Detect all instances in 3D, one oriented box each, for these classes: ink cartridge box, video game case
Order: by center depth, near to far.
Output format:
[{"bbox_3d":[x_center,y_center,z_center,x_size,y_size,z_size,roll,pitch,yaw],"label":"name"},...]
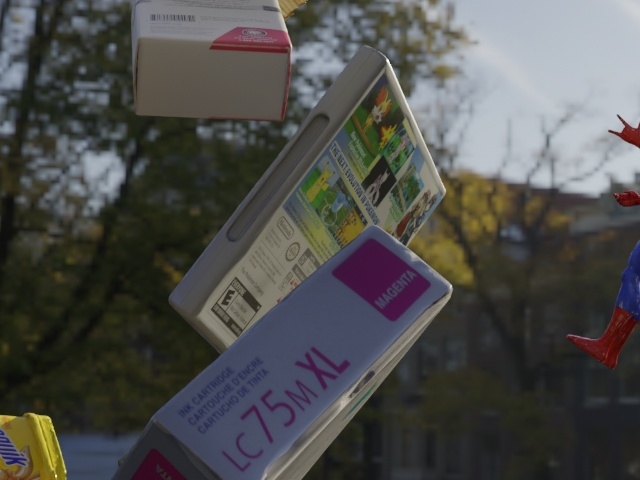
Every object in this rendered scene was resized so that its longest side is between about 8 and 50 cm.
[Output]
[{"bbox_3d":[-0.067,0.141,0.790,0.186,0.065,0.311,-40,-13,-47],"label":"ink cartridge box"},{"bbox_3d":[0.000,0.000,1.555,0.036,0.300,0.329,33,-10,24],"label":"video game case"},{"bbox_3d":[-0.121,-0.207,1.676,0.159,0.092,0.218,2,26,-8],"label":"ink cartridge box"}]

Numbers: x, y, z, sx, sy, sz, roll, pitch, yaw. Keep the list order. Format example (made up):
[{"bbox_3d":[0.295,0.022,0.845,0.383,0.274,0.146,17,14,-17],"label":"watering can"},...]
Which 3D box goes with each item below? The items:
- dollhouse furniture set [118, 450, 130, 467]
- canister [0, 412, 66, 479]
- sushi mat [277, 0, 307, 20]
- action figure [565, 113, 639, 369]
[{"bbox_3d":[-0.049,0.309,1.288,0.151,0.301,0.197,-17,37,-12],"label":"dollhouse furniture set"},{"bbox_3d":[-0.357,0.227,1.601,0.170,0.073,0.126,8,30,-28],"label":"canister"},{"bbox_3d":[-0.089,-0.418,1.911,0.151,0.316,0.019,-40,-15,-5],"label":"sushi mat"},{"bbox_3d":[0.333,-0.017,1.693,0.139,0.280,0.091,35,1,23],"label":"action figure"}]
